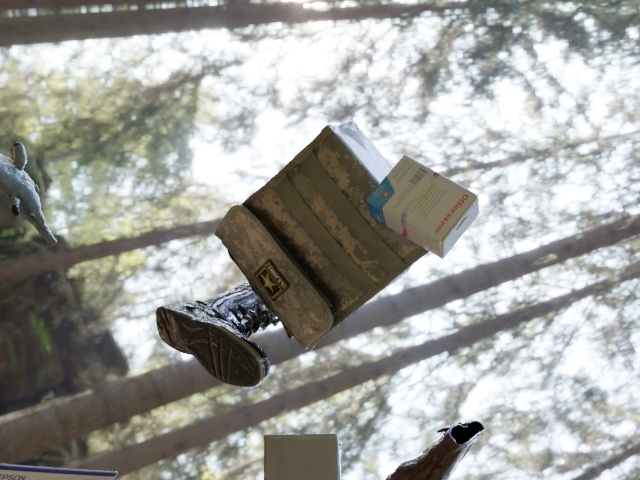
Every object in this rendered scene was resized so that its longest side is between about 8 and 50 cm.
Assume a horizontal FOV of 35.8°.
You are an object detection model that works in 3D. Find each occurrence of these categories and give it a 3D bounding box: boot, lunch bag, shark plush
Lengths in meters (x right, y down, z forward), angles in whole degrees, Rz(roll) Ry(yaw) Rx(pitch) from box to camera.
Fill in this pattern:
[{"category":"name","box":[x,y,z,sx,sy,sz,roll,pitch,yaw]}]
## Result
[{"category":"boot","box":[0.201,0.373,1.618,0.207,0.248,0.090,-47,-113,20]},{"category":"lunch bag","box":[0.000,0.000,1.468,0.287,0.169,0.235,-41,-95,20]},{"category":"shark plush","box":[-0.418,-0.054,1.344,0.067,0.073,0.161,-101,174,-61]},{"category":"boot","box":[-0.117,0.133,1.510,0.236,0.178,0.085,21,-62,41]}]

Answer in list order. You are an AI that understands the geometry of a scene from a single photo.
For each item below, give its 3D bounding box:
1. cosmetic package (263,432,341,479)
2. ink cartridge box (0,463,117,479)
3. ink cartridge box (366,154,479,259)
[{"category":"cosmetic package","box":[-0.022,0.369,1.234,0.127,0.107,0.238,85,2,-62]},{"category":"ink cartridge box","box":[-0.427,0.412,1.277,0.371,0.175,0.069,-55,-134,18]},{"category":"ink cartridge box","box":[0.137,-0.045,1.313,0.122,0.088,0.052,32,-19,27]}]
